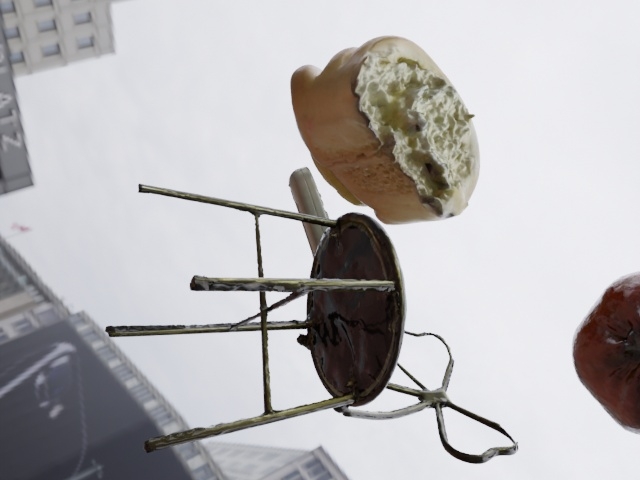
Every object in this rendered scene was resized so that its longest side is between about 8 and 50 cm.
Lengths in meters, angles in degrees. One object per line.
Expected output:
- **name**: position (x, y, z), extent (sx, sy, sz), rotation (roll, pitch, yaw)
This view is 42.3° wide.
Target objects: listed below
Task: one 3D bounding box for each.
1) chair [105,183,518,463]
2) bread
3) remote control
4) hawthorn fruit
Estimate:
- **chair**: position (0.018, 0.061, 0.627), extent (0.160, 0.326, 0.170), rotation (52, -50, 51)
- **bread**: position (0.106, -0.176, 1.310), extent (0.315, 0.211, 0.270), rotation (50, -26, -21)
- **remote control**: position (0.000, 0.000, 1.208), extent (0.078, 0.042, 0.221), rotation (-129, -159, -74)
- **hawthorn fruit**: position (0.462, 0.149, 1.075), extent (0.224, 0.261, 0.224), rotation (-8, -103, 38)
